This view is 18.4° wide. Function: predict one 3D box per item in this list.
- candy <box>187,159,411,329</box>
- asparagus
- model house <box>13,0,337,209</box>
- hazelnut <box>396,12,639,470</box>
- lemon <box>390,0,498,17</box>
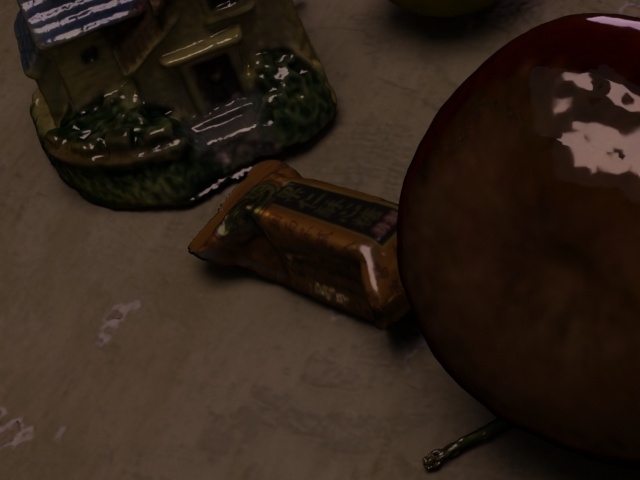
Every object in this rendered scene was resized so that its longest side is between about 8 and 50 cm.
[{"bbox_3d":[0.000,0.000,1.840,0.271,0.101,0.143,22,52,38],"label":"candy"},{"bbox_3d":[0.144,0.165,1.699,0.127,0.018,0.015,-27,87,-4],"label":"asparagus"},{"bbox_3d":[-0.163,-0.221,1.975,0.321,0.266,0.261,-21,43,-3],"label":"model house"},{"bbox_3d":[0.270,-0.006,1.601,0.409,0.359,0.359,22,58,20],"label":"hazelnut"},{"bbox_3d":[0.143,-0.326,2.029,0.248,0.184,0.184,-24,46,-16],"label":"lemon"}]
